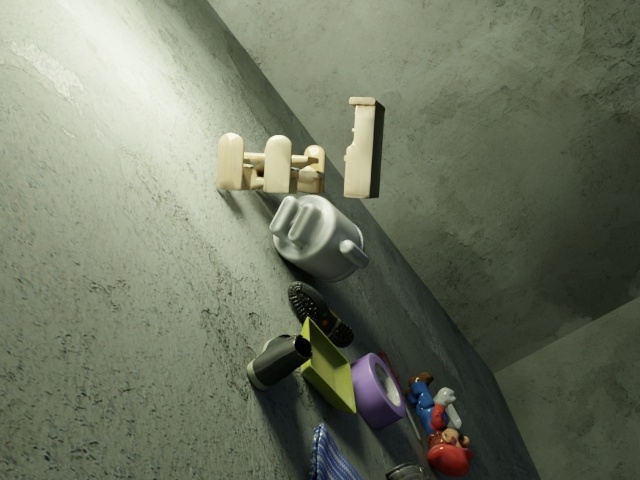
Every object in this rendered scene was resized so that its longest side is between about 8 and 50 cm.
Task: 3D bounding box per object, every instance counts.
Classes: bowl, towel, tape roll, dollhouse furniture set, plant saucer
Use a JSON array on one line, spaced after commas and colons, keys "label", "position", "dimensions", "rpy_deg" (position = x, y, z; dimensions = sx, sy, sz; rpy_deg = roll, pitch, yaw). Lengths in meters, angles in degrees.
[{"label": "bowl", "position": [0.454, 0.628, 2.257], "dimensions": [0.142, 0.053, 0.142], "rpy_deg": [61, 14, 13]}, {"label": "towel", "position": [0.054, 0.528, 1.157], "dimensions": [0.243, 0.040, 0.336], "rpy_deg": [54, 14, -15]}, {"label": "tape roll", "position": [0.147, 0.403, 1.655], "dimensions": [0.189, 0.080, 0.189], "rpy_deg": [52, 16, -21]}, {"label": "dollhouse furniture set", "position": [-0.038, -0.255, 1.689], "dimensions": [0.362, 0.394, 0.256], "rpy_deg": [-16, 111, -75]}, {"label": "plant saucer", "position": [0.009, 0.304, 1.469], "dimensions": [0.188, 0.045, 0.188], "rpy_deg": [51, 15, -24]}]

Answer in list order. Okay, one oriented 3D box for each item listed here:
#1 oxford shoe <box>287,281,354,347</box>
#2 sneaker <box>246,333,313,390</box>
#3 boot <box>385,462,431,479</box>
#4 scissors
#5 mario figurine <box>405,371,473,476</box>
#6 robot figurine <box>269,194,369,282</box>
[{"label": "oxford shoe", "position": [-0.013, 0.190, 1.617], "dimensions": [0.227, 0.083, 0.096], "rpy_deg": [50, -7, -21]}, {"label": "sneaker", "position": [-0.057, 0.229, 1.257], "dimensions": [0.083, 0.118, 0.222], "rpy_deg": [57, 14, -1]}, {"label": "boot", "position": [0.296, 0.672, 1.527], "dimensions": [0.338, 0.118, 0.223], "rpy_deg": [49, 10, -45]}, {"label": "scissors", "position": [0.257, 0.487, 1.962], "dimensions": [0.297, 0.021, 0.109], "rpy_deg": [61, 13, 20]}, {"label": "mario figurine", "position": [0.386, 0.574, 1.917], "dimensions": [0.198, 0.170, 0.320], "rpy_deg": [45, 17, -46]}, {"label": "robot figurine", "position": [0.000, 0.000, 1.777], "dimensions": [0.300, 0.200, 0.353], "rpy_deg": [27, -6, 37]}]
